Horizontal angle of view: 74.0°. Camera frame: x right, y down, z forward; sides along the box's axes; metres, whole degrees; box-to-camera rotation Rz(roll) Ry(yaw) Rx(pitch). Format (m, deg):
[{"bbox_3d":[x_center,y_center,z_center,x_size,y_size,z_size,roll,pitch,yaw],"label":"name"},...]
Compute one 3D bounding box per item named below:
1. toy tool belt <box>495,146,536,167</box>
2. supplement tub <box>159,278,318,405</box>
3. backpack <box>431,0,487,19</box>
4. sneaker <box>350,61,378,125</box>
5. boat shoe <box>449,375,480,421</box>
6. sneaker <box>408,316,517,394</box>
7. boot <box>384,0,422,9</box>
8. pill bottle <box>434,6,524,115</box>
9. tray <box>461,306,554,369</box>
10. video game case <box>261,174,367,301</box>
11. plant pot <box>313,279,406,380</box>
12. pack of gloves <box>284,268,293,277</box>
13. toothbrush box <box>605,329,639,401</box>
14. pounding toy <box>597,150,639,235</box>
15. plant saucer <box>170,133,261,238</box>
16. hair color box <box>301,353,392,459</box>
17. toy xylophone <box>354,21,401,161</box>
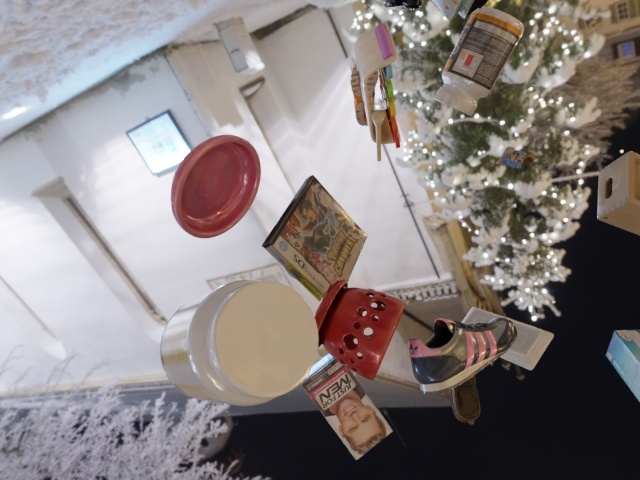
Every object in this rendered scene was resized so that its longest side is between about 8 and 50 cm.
[{"bbox_3d":[0.497,-0.204,1.082,0.083,0.052,0.051,23,-119,41],"label":"toy tool belt"},{"bbox_3d":[-0.177,0.212,0.880,0.241,0.241,0.331,-45,-169,-35],"label":"supplement tub"},{"bbox_3d":[0.345,-0.686,1.087,0.145,0.188,0.166,-33,175,1],"label":"backpack"},{"bbox_3d":[0.134,-0.471,1.322,0.084,0.214,0.083,1,-144,3],"label":"sneaker"},{"bbox_3d":[0.481,0.460,1.465,0.111,0.104,0.306,7,-116,6],"label":"boat shoe"},{"bbox_3d":[0.332,0.223,0.976,0.319,0.130,0.112,-21,177,-34],"label":"sneaker"},{"bbox_3d":[0.220,-0.815,1.275,0.094,0.207,0.247,-18,-139,-43],"label":"boot"},{"bbox_3d":[0.470,-0.536,1.286,0.162,0.162,0.278,-93,-154,-65],"label":"pill bottle"},{"bbox_3d":[0.560,0.291,1.329,0.145,0.030,0.271,-45,-145,-22],"label":"tray"},{"bbox_3d":[0.000,0.000,1.116,0.035,0.248,0.274,-22,-151,44],"label":"video game case"},{"bbox_3d":[0.081,0.191,0.962,0.174,0.191,0.191,24,-135,16],"label":"plant pot"},{"bbox_3d":[-0.011,0.111,1.578,0.195,0.232,0.046,-56,-171,51],"label":"pack of gloves"},{"bbox_3d":[1.102,0.424,1.339,0.217,0.126,0.295,-3,-148,5],"label":"toothbrush box"},{"bbox_3d":[0.696,-0.098,0.881,0.094,0.206,0.180,115,-6,-65],"label":"pounding toy"},{"bbox_3d":[-0.324,-0.169,1.292,0.084,0.331,0.332,30,-126,25],"label":"plant saucer"},{"bbox_3d":[0.091,0.597,1.556,0.174,0.347,0.105,-36,-176,-7],"label":"hair color box"},{"bbox_3d":[0.149,-0.337,1.035,0.081,0.235,0.322,-13,163,7],"label":"toy xylophone"}]
